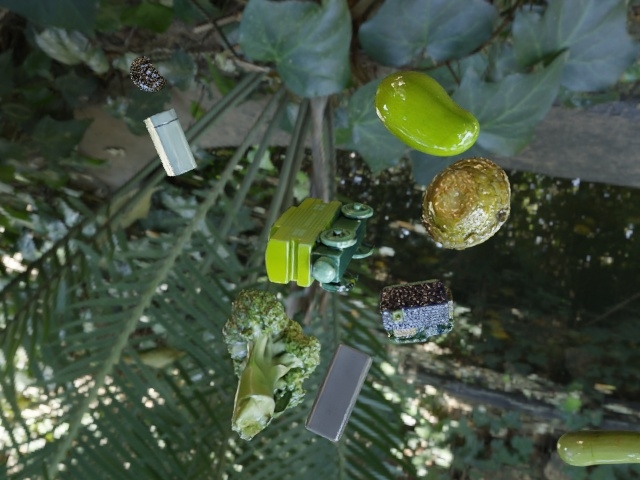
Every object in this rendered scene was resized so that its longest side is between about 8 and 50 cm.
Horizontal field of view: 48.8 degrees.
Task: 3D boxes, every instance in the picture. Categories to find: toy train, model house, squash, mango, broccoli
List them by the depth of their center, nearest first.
[{"bbox_3d":[-0.087,0.213,1.327,0.186,0.254,0.302,-6,175,-9],"label":"broccoli"},{"bbox_3d":[0.640,0.458,1.557,0.083,0.083,0.250,27,151,-35],"label":"squash"},{"bbox_3d":[0.263,-0.315,1.773,0.293,0.175,0.143,36,-152,21],"label":"mango"},{"bbox_3d":[0.267,0.199,1.921,0.194,0.170,0.211,-7,178,8],"label":"model house"},{"bbox_3d":[0.000,0.000,2.054,0.272,0.179,0.442,8,-157,14],"label":"toy train"}]

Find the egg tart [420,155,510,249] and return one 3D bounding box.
[{"bbox_3d":[0.418,-0.119,2.087,0.294,0.295,0.116,0,167,33],"label":"egg tart"}]

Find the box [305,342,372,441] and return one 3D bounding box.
[{"bbox_3d":[0.049,0.400,1.865,0.103,0.244,0.055,22,174,11],"label":"box"}]

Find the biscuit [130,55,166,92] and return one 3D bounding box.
[{"bbox_3d":[-0.414,-0.399,1.700,0.089,0.087,0.027,-7,-178,-36],"label":"biscuit"}]

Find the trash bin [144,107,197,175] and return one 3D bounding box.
[{"bbox_3d":[-0.316,-0.206,1.486,0.059,0.130,0.116,-25,-167,-17],"label":"trash bin"}]
